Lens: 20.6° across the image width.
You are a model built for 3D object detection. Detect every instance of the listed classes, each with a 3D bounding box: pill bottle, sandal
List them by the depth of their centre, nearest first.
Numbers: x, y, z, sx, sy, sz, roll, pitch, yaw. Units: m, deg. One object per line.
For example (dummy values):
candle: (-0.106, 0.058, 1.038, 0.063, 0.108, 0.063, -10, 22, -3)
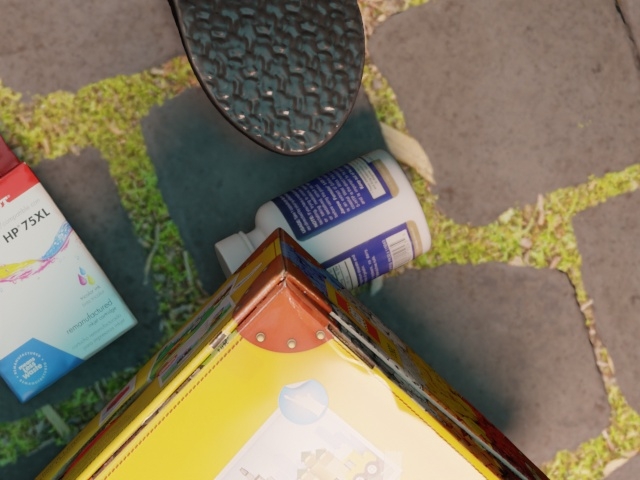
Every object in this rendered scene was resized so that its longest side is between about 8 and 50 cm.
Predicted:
sandal: (-0.096, -0.280, 1.669, 0.167, 0.107, 0.445, -29, 83, -7)
pill bottle: (0.000, 0.000, 1.674, 0.187, 0.112, 0.112, -26, 95, -8)

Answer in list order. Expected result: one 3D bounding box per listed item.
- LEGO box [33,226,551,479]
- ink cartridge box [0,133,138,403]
LEGO box: (-0.075, 0.304, 1.573, 0.372, 0.193, 0.500, 43, 96, -10)
ink cartridge box: (-0.291, 0.020, 1.643, 0.134, 0.078, 0.231, -36, 96, -7)
